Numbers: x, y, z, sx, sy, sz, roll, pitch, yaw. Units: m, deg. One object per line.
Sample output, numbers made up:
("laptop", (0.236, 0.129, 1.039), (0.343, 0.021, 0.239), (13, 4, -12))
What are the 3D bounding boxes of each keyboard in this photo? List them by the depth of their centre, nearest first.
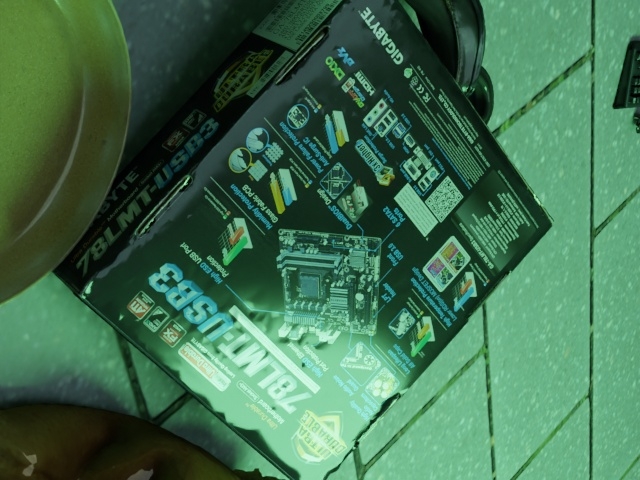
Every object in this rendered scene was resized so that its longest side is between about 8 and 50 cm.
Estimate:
("keyboard", (0.396, -0.178, 1.502), (0.180, 0.023, 0.108), (-10, 116, -50))

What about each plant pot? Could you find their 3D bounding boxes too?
("plant pot", (-0.208, -0.068, 0.746), (0.236, 0.032, 0.236), (-30, 131, -42))

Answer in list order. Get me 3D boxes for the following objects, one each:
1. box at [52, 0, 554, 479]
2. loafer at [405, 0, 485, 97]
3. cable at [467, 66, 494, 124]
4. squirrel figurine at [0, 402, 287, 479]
("box", (0.000, 0.000, 0.936), (0.293, 0.073, 0.295), (-48, 129, -6))
("loafer", (0.090, -0.196, 1.034), (0.061, 0.062, 0.170), (-10, 92, -30))
("cable", (0.061, -0.131, 1.076), (0.287, 0.072, 0.139), (-27, 113, -59))
("squirrel figurine", (-0.025, 0.306, 0.895), (0.397, 0.370, 0.281), (8, 102, -55))
